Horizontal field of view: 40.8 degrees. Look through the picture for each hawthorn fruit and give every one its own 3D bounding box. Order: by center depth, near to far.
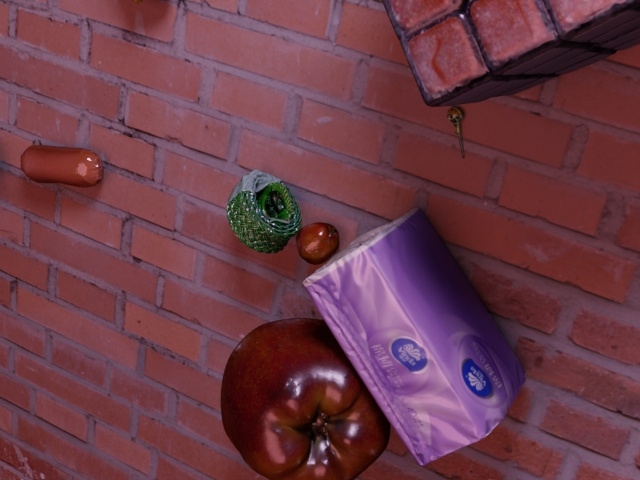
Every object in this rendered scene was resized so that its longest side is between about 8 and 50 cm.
[{"bbox_3d":[-0.003,0.003,1.465,0.077,0.077,0.077,9,111,25],"label":"hawthorn fruit"}]

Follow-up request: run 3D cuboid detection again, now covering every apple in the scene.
[{"bbox_3d":[-0.022,0.266,1.416,0.288,0.317,0.288,-1,97,-11],"label":"apple"}]

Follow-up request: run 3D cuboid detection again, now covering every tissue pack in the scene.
[{"bbox_3d":[0.152,0.133,1.325,0.160,0.242,0.338,-32,91,29],"label":"tissue pack"}]

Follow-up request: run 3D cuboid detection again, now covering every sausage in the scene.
[{"bbox_3d":[-0.505,-0.146,1.676,0.194,0.077,0.077,6,110,26],"label":"sausage"}]

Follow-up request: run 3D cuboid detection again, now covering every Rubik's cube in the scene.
[{"bbox_3d":[0.262,-0.376,1.010,0.344,0.337,0.344,-21,88,32],"label":"Rubik's cube"}]

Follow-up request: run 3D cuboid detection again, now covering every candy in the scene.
[{"bbox_3d":[0.211,-0.166,1.322,0.025,0.023,0.083,-4,115,21],"label":"candy"}]

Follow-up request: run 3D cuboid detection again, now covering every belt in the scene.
[{"bbox_3d":[-0.092,-0.056,1.454,0.079,0.121,0.151,-49,42,34],"label":"belt"}]

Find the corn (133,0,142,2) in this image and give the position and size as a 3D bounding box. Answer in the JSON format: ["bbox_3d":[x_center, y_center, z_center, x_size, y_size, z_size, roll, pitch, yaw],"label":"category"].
[{"bbox_3d":[-0.310,-0.554,1.409,0.115,0.115,0.317,3,108,27],"label":"corn"}]
